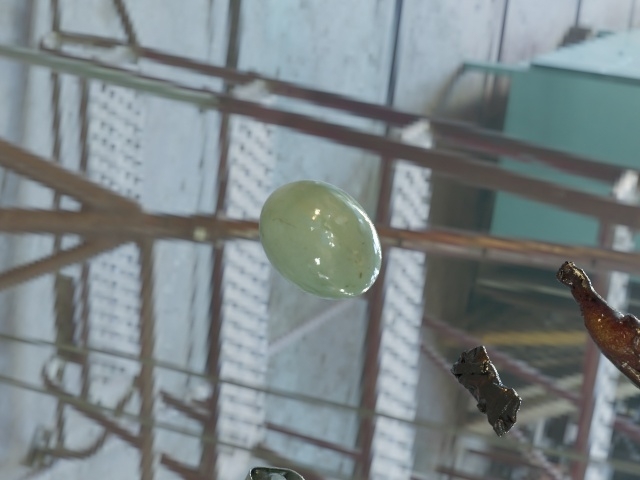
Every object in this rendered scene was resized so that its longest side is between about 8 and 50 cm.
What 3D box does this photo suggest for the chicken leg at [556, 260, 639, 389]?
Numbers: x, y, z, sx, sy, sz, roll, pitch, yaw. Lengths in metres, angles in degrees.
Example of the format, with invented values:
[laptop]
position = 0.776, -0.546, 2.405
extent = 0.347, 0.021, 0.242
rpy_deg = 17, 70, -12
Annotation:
[chicken leg]
position = 0.308, 0.101, 1.484
extent = 0.053, 0.205, 0.093
rpy_deg = -44, 178, 23

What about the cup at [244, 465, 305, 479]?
[cup]
position = -0.062, 0.382, 2.067
extent = 0.128, 0.095, 0.129
rpy_deg = 11, 123, -37

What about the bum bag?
[bum bag]
position = 0.204, 0.179, 1.851
extent = 0.034, 0.124, 0.058
rpy_deg = 15, 122, -46

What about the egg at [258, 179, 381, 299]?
[egg]
position = 0.000, 0.000, 2.129
extent = 0.149, 0.192, 0.149
rpy_deg = -43, 172, -7
